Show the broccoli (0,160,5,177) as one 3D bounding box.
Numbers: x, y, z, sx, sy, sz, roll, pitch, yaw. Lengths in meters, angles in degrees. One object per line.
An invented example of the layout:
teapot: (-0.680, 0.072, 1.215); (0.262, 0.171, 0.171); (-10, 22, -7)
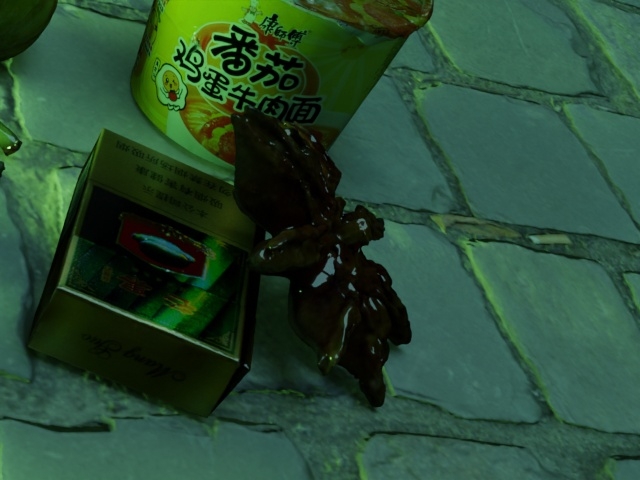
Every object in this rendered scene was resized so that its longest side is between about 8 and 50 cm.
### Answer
broccoli: (-0.353, -0.084, 1.319); (0.186, 0.302, 0.254); (12, 10, 30)

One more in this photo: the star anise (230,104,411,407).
star anise: (0.000, -0.001, 1.468); (0.288, 0.088, 0.288); (54, 20, -29)

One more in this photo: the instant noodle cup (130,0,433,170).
instant noodle cup: (-0.051, -0.197, 1.674); (0.264, 0.200, 0.264); (21, 32, -14)

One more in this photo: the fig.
fig: (-0.297, -0.179, 1.564); (0.149, 0.149, 0.245); (11, 56, -27)

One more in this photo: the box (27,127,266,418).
box: (-0.132, 0.022, 1.430); (0.159, 0.071, 0.240); (25, 31, -14)
